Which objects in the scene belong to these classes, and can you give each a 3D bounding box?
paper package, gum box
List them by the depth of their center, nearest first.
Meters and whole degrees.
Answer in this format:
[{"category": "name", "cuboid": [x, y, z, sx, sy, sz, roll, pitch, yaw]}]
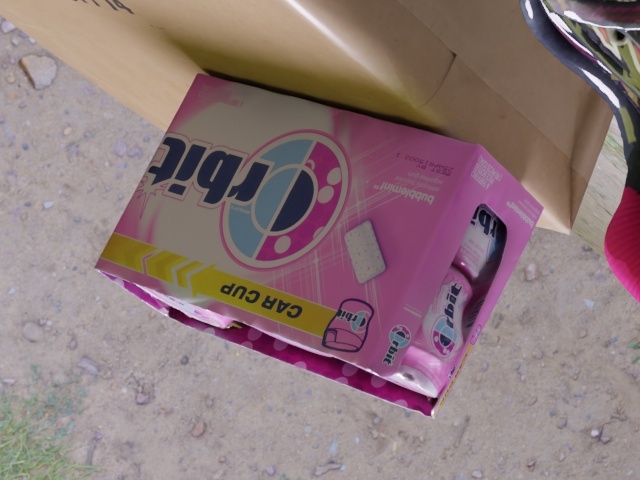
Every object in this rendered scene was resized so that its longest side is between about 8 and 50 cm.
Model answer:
[{"category": "gum box", "cuboid": [0.000, 0.000, 0.886, 0.188, 0.107, 0.062, 17, 166, 42]}, {"category": "paper package", "cuboid": [-0.037, -0.163, 0.943, 0.325, 0.168, 0.309, 14, 164, 48]}]

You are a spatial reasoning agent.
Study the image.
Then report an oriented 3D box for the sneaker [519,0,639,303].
[{"category": "sneaker", "cuboid": [0.090, -0.104, 0.486, 0.299, 0.112, 0.121, 63, 177, -25]}]
